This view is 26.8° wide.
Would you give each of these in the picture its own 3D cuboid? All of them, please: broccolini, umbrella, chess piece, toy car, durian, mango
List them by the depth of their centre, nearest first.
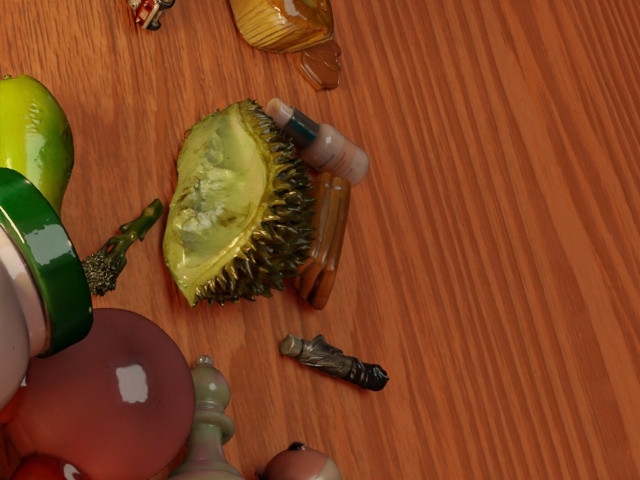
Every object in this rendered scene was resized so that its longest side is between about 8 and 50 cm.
[{"bbox_3d":[-0.368,-0.098,1.704,0.125,0.111,0.233,0,68,-43],"label":"mango"},{"bbox_3d":[-0.147,0.258,1.731,0.139,0.139,0.271,32,36,-31],"label":"chess piece"},{"bbox_3d":[-0.259,0.009,1.810,0.058,0.067,0.216,56,30,-11],"label":"broccolini"},{"bbox_3d":[-0.110,-0.057,1.948,0.163,0.198,0.394,62,21,-50],"label":"durian"},{"bbox_3d":[0.020,0.180,2.011,0.188,0.046,0.050,23,48,-31],"label":"umbrella"},{"bbox_3d":[-0.261,-0.397,2.021,0.112,0.112,0.139,31,55,-11],"label":"toy car"}]

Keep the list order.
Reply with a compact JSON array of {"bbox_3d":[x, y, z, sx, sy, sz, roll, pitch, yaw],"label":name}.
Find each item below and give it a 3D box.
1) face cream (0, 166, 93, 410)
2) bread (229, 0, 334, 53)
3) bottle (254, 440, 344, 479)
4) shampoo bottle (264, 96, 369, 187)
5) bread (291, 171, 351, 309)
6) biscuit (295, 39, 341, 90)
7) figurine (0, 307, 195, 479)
[{"bbox_3d":[-0.435,0.085,1.364,0.357,0.219,0.312,-29,45,-30],"label":"face cream"},{"bbox_3d":[-0.080,-0.452,2.233,0.152,0.119,0.288,5,64,-50],"label":"bread"},{"bbox_3d":[0.012,0.375,1.808,0.236,0.147,0.147,47,40,-5],"label":"bottle"},{"bbox_3d":[-0.007,-0.159,2.163,0.192,0.074,0.074,36,45,-27],"label":"shampoo bottle"},{"bbox_3d":[0.000,0.000,2.050,0.077,0.116,0.200,17,52,-8],"label":"bread"},{"bbox_3d":[-0.001,-0.313,2.308,0.102,0.019,0.130,32,47,-29],"label":"biscuit"},{"bbox_3d":[-0.261,0.192,1.559,0.261,0.211,0.269,-20,82,-52],"label":"figurine"}]
